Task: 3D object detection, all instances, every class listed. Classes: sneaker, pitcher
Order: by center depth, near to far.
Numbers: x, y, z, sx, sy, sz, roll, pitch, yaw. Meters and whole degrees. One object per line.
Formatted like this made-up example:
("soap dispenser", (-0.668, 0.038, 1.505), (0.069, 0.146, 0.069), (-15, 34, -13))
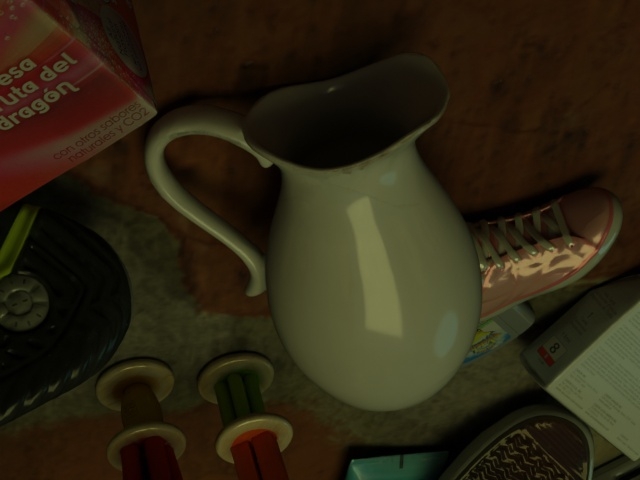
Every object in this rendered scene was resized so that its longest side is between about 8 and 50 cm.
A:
("sneaker", (-0.290, 0.082, 1.064), (0.384, 0.145, 0.147), (-20, 172, 0))
("pitcher", (0.000, 0.000, 1.070), (0.178, 0.125, 0.207), (-1, 133, 13))
("sneaker", (0.120, 0.005, 1.157), (0.134, 0.051, 0.070), (-33, 144, 26))
("sneaker", (0.111, 0.227, 1.409), (0.106, 0.123, 0.290), (27, 112, -6))

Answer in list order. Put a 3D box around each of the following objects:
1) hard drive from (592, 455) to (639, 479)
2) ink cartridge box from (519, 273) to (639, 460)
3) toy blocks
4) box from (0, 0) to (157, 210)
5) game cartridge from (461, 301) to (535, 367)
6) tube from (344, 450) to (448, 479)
("hard drive", (0.331, 0.260, 1.551), (0.233, 0.047, 0.353), (-30, 139, 15))
("ink cartridge box", (0.243, 0.059, 1.295), (0.179, 0.045, 0.145), (-46, 136, 6))
("toy blocks", (-0.073, 0.146, 1.180), (0.123, 0.148, 0.054), (-2, 140, -17))
("box", (-0.243, -0.073, 0.851), (0.300, 0.154, 0.142), (-29, 140, 17))
("game cartridge", (0.101, 0.061, 1.248), (0.083, 0.017, 0.056), (-31, 143, 18))
("tube", (0.030, 0.232, 1.408), (0.080, 0.052, 0.207), (-6, 136, -29))
